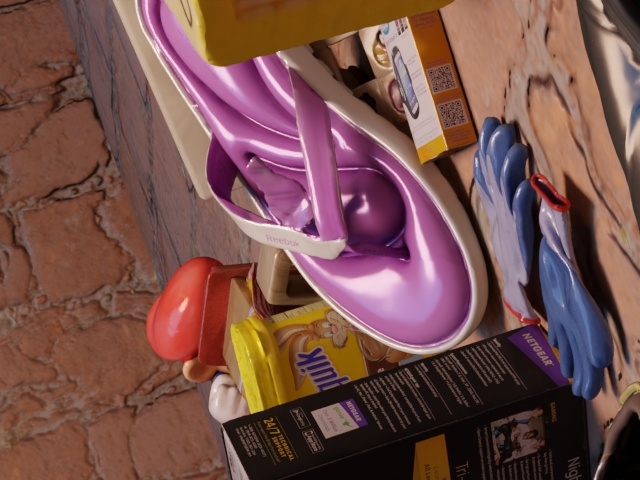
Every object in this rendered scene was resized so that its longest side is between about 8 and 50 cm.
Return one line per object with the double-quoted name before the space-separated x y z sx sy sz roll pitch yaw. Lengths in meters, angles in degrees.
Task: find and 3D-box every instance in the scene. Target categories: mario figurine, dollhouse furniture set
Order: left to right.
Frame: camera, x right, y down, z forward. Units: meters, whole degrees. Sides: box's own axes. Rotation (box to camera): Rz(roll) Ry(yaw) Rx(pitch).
"mario figurine" -0.051 0.135 1.978 0.198 0.170 0.320 44 172 50
"dollhouse furniture set" 0.000 0.000 1.714 0.201 0.152 0.374 -124 38 -57

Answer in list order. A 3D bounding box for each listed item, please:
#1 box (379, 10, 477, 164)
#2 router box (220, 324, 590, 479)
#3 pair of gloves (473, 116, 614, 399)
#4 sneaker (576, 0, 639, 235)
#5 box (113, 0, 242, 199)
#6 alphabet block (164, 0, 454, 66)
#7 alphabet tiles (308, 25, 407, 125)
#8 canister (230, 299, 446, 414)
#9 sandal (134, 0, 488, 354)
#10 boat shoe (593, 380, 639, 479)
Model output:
"box" 0.075 -0.129 1.373 0.081 0.028 0.136 155 100 -78
"router box" 0.075 0.234 1.355 0.081 0.243 0.309 -124 21 -54
"pair of gloves" 0.149 0.012 1.243 0.198 0.023 0.159 -125 20 -59
"sneaker" 0.181 -0.053 0.856 0.130 0.109 0.286 98 162 -85
"box" -0.111 -0.197 1.739 0.311 0.121 0.148 69 -178 -52
"alphabet block" -0.031 -0.259 1.273 0.197 0.193 0.192 -123 18 -52
"alphabet tiles" -0.020 -0.187 1.494 0.198 0.009 0.237 -20 90 48
"canister" 0.020 0.107 1.602 0.073 0.170 0.126 -136 31 -67
"sandal" -0.035 -0.064 1.474 0.416 0.102 0.169 50 134 19
"boat shoe" 0.195 0.148 1.029 0.324 0.097 0.116 96 154 -62
